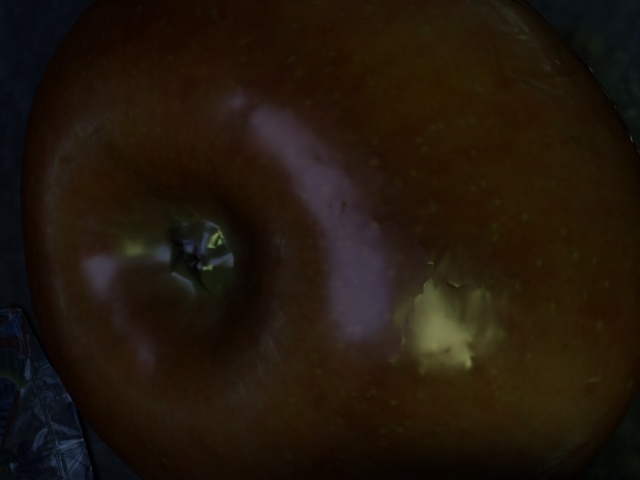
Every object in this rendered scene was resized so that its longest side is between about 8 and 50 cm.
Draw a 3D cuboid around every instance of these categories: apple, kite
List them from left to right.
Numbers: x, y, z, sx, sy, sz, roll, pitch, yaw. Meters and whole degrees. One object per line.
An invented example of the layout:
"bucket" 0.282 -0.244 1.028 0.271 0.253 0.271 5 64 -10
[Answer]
"kite" -0.238 0.145 0.955 0.285 0.015 0.152 -21 78 19
"apple" 0.000 0.000 0.751 0.251 0.206 0.272 -29 79 24
